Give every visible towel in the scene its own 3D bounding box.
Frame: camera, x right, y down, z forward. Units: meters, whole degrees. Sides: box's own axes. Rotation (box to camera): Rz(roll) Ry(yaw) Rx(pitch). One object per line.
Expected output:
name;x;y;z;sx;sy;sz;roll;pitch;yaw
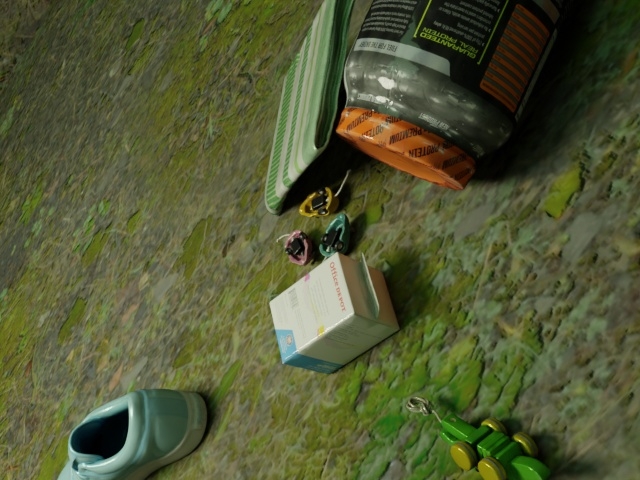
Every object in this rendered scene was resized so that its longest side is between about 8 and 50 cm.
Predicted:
towel;-0.020;-0.181;1.004;0.325;0.038;0.247;140;141;-70

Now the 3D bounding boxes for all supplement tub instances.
supplement tub;0.159;-0.242;0.828;0.207;0.207;0.337;26;92;49

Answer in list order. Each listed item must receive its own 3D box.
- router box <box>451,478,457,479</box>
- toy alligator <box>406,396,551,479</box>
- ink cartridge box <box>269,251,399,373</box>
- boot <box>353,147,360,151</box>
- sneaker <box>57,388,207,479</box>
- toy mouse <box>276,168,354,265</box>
router box;0.118;0.304;0.710;0.038;0.092;0.122;26;92;14
toy alligator;0.159;0.213;0.747;0.190;0.056;0.051;17;129;55
ink cartridge box;0.023;0.089;0.909;0.143;0.090;0.092;-37;50;28
boot;0.079;-0.189;1.021;0.114;0.037;0.106;-32;50;39
sneaker;-0.344;0.324;1.142;0.366;0.150;0.135;-41;46;26
toy mouse;0.000;0.000;1.017;0.161;0.031;0.143;-30;53;35
